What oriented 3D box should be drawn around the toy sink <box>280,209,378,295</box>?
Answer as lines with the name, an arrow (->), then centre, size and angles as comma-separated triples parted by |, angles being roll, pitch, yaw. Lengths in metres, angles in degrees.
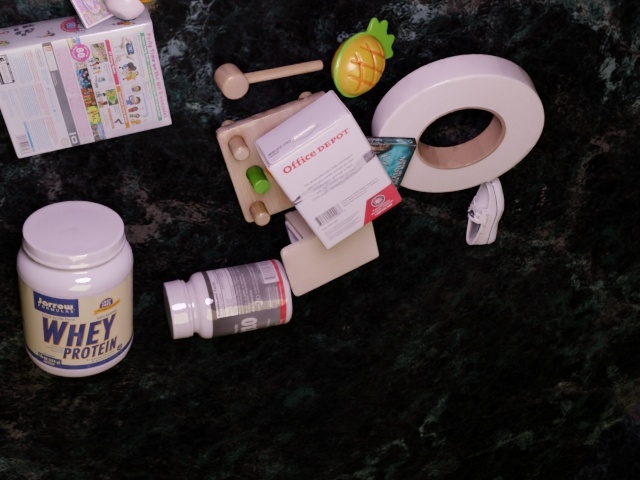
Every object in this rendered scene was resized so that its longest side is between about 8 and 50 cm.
toy sink -> 0.000, 0.000, 1.976 | 0.234, 0.131, 0.152 | -27, 132, -12

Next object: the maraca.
maraca -> 0.093, -0.386, 1.749 | 0.185, 0.099, 0.127 | -51, 139, -15

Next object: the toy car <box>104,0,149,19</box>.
toy car -> -0.342, -0.482, 1.430 | 0.182, 0.136, 0.159 | 26, 84, -36

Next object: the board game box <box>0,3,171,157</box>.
board game box -> -0.456, -0.304, 1.572 | 0.304, 0.097, 0.224 | -13, 131, -12

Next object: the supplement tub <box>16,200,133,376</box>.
supplement tub -> -0.520, 0.103, 1.765 | 0.236, 0.235, 0.324 | -6, 128, -20

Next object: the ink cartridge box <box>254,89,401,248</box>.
ink cartridge box -> 0.018, -0.144, 1.720 | 0.197, 0.114, 0.273 | -33, 133, 2

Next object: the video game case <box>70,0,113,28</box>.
video game case -> -0.393, -0.448, 1.492 | 0.122, 0.011, 0.087 | -37, 115, -27

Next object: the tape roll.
tape roll -> 0.310, -0.254, 1.880 | 0.392, 0.072, 0.392 | -7, 144, -5

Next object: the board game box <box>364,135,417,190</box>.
board game box -> 0.133, -0.165, 1.878 | 0.126, 0.026, 0.186 | 0, 144, -13

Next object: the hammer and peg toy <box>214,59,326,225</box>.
hammer and peg toy -> -0.082, -0.219, 1.777 | 0.266, 0.127, 0.361 | -20, 131, -8

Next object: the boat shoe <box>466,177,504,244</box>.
boat shoe -> 0.421, -0.070, 2.140 | 0.076, 0.083, 0.226 | -17, 131, -12

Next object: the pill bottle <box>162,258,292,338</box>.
pill bottle -> -0.223, 0.145, 1.975 | 0.283, 0.161, 0.161 | -10, 129, -16
